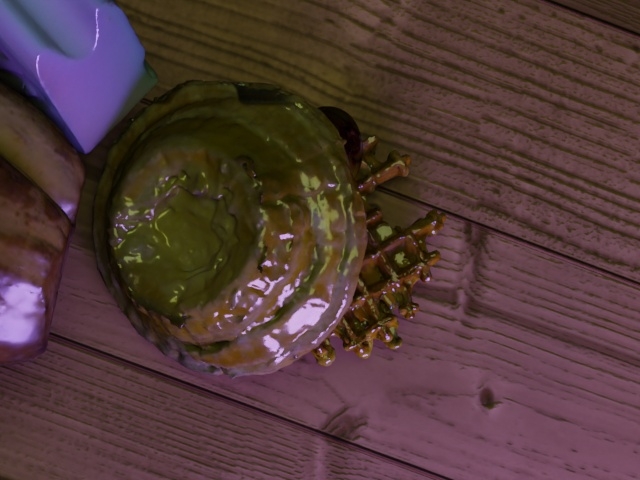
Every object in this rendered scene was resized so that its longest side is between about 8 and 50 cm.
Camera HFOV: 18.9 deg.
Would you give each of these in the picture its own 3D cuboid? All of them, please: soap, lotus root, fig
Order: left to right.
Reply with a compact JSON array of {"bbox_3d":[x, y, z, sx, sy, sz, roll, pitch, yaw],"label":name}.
[{"bbox_3d":[-0.324,-0.026,1.699,0.250,0.316,0.316,24,74,-17],"label":"lotus root"},{"bbox_3d":[-0.288,-0.228,1.723,0.109,0.193,0.324,-47,119,-16],"label":"soap"},{"bbox_3d":[-0.008,-0.079,1.813,0.098,0.082,0.084,-19,90,32],"label":"fig"}]

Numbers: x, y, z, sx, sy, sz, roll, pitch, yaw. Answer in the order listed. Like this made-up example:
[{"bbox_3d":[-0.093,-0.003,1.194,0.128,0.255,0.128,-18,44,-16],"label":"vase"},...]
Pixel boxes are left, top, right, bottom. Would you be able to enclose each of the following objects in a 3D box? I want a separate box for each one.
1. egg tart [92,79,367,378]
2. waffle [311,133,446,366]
[{"bbox_3d":[-0.097,-0.014,1.748,0.290,0.115,0.290,-1,87,25],"label":"egg tart"},{"bbox_3d":[0.000,0.000,1.850,0.228,0.051,0.231,19,75,-3],"label":"waffle"}]
